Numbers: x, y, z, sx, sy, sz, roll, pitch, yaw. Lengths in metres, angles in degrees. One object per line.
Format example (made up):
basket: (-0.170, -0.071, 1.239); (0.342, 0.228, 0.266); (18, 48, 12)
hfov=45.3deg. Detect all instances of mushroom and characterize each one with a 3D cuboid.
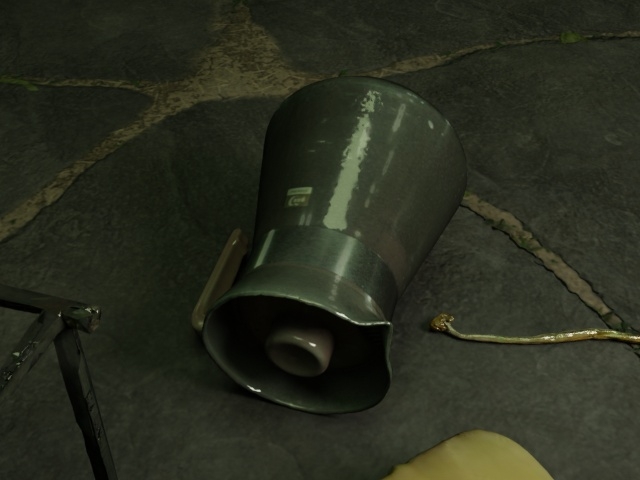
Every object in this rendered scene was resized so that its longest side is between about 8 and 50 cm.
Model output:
mushroom: (0.270, 0.111, 0.894); (0.286, 0.028, 0.026); (5, 0, 4)

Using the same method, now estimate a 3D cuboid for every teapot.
teapot: (0.000, 0.000, 0.873); (0.300, 0.253, 0.344); (-16, 36, 35)

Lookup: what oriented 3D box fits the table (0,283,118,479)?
table: (-0.303, 0.207, 0.545); (0.272, 0.335, 0.222); (11, 43, 11)

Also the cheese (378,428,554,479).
cheese: (0.130, 0.315, 0.509); (0.384, 0.104, 0.384); (26, 26, -14)
